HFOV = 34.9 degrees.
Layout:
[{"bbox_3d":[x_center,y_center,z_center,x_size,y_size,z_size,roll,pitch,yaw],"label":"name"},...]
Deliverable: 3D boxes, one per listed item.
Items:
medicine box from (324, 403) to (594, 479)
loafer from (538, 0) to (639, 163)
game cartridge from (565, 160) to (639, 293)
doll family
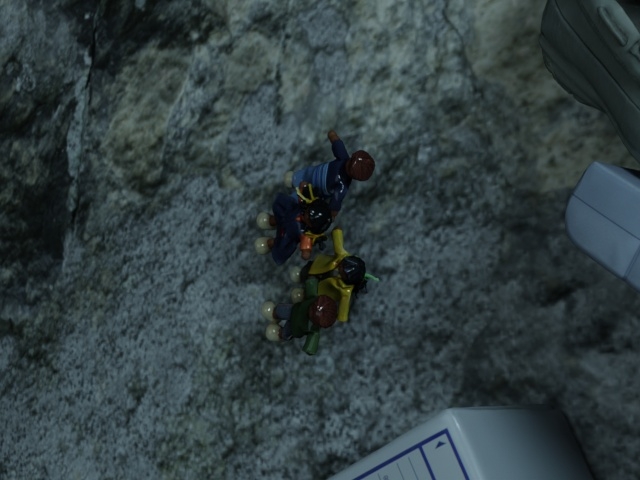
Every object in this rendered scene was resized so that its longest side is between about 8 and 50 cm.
[{"bbox_3d":[0.077,0.295,0.724,0.289,0.149,0.264,-37,62,32],"label":"medicine box"},{"bbox_3d":[0.225,-0.107,0.605,0.319,0.112,0.112,-121,29,-54],"label":"loafer"},{"bbox_3d":[0.282,0.047,0.549,0.294,0.196,0.060,37,108,37],"label":"game cartridge"},{"bbox_3d":[0.000,0.000,0.872,0.111,0.076,0.193,-21,75,57],"label":"doll family"}]
